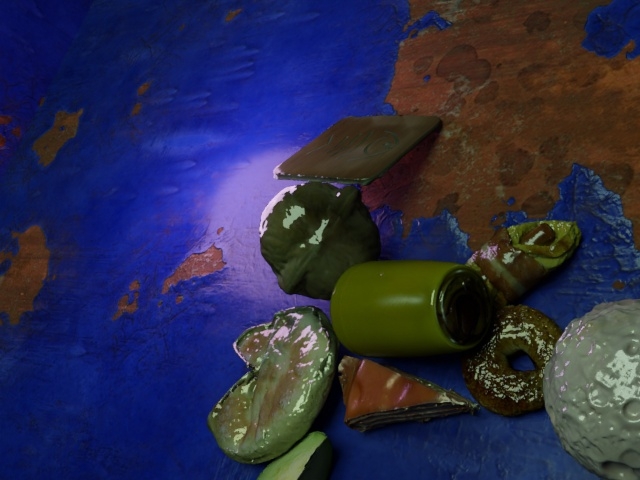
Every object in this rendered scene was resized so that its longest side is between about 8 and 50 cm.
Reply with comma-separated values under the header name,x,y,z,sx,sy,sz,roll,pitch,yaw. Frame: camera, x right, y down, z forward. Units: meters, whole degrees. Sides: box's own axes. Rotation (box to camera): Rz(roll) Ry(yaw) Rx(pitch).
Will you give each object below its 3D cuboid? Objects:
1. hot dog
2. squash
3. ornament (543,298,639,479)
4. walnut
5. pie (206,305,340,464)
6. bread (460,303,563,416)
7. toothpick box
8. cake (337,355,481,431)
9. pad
name,x,y,z,sx,sy,sz,roll,pitch,yaw
hot dog,0.326,0.039,1.460,0.261,0.093,0.123,-42,40,9
squash,-0.048,0.441,1.510,0.192,0.085,0.184,-50,10,-27
ornament,0.424,0.205,1.150,0.225,0.259,0.259,-4,59,32
walnut,-0.002,0.001,1.638,0.248,0.248,0.248,-21,50,27
pie,-0.085,0.273,1.633,0.337,0.075,0.337,-28,42,29
bread,0.314,0.193,1.387,0.193,0.064,0.193,-18,53,26
toothpick box,0.158,0.116,1.443,0.271,0.175,0.175,-8,55,53
cake,0.141,0.277,1.448,0.287,0.098,0.135,3,62,45
pad,0.078,-0.199,1.788,0.284,0.018,0.286,7,38,42
